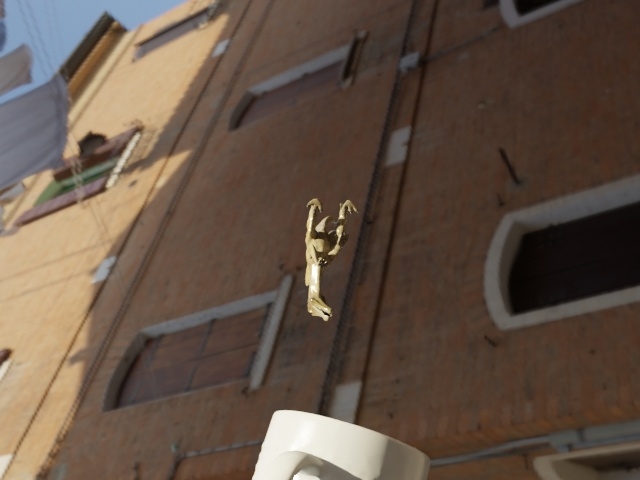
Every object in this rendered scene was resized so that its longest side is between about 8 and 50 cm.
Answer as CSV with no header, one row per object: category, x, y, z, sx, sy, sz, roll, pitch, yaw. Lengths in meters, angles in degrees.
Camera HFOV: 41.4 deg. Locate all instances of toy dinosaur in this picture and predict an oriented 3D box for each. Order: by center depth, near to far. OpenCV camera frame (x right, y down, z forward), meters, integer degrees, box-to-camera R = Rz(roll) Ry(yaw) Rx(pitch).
toy dinosaur,0.000,0.000,0.878,0.053,0.092,0.183,16,-144,-7

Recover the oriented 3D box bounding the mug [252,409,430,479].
mug,-0.012,0.453,1.318,0.374,0.276,0.328,50,-127,-56
